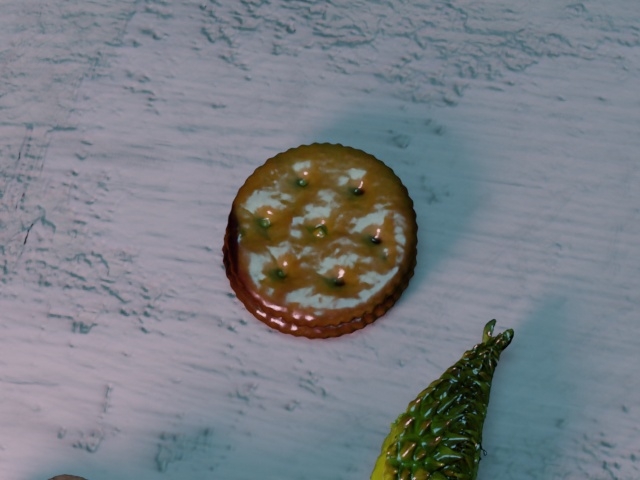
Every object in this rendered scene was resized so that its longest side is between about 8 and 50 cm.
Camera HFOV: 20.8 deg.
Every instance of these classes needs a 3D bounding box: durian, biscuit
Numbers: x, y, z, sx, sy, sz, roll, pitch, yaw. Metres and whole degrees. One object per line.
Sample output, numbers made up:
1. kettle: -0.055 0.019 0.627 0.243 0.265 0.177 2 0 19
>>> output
1. durian: 0.107 0.237 1.752 0.106 0.132 0.375 22 63 0
2. biscuit: 0.000 0.000 1.899 0.220 0.066 0.220 -2 65 4

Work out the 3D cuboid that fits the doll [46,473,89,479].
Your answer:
1. doll: -0.216 0.317 1.748 0.303 0.156 0.201 8 107 27
